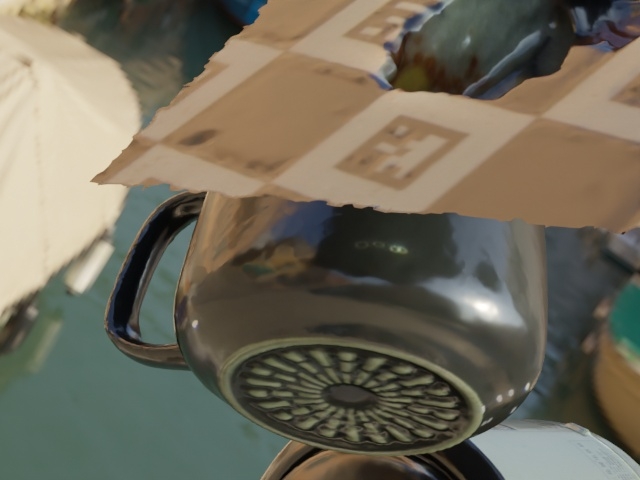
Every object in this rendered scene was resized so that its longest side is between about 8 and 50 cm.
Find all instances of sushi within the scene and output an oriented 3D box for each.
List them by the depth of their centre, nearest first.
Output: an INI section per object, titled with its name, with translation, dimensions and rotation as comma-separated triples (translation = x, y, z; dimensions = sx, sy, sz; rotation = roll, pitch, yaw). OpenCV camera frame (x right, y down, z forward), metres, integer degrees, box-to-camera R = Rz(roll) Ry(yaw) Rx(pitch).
[sushi]
translation = 0.141, -0.083, 0.565
dimensions = 0.320, 0.069, 0.339
rotation = 6, 41, 36

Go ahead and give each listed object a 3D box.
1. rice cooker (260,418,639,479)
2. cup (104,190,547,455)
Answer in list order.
[rice cooker]
translation = 0.074, 0.216, 0.900
dimensions = 0.227, 0.241, 0.280
rotation = 7, 14, -46
[cup]
translation = 0.000, 0.000, 0.745
dimensions = 0.169, 0.223, 0.177
rotation = 48, 44, -52
